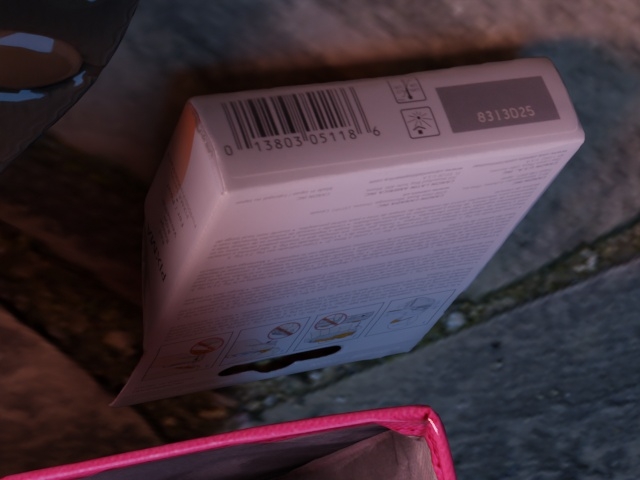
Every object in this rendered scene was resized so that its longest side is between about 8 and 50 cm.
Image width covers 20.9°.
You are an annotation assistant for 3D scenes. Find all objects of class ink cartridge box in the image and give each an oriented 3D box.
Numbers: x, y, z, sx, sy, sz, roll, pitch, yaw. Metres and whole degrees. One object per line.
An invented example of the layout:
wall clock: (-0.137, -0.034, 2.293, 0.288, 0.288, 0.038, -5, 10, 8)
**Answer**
ink cartridge box: (0.000, 0.000, 0.662, 0.145, 0.045, 0.179, -9, 157, -25)

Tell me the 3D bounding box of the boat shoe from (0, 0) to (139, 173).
boat shoe: (-0.126, -0.061, 0.431, 0.123, 0.120, 0.324, 12, 135, -23)

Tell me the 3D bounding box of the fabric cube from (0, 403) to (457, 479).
fabric cube: (-0.091, 0.205, 0.552, 0.259, 0.254, 0.258, -8, 172, -14)
